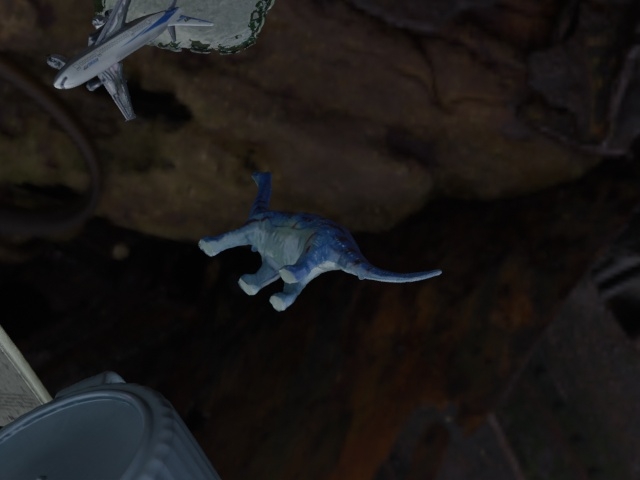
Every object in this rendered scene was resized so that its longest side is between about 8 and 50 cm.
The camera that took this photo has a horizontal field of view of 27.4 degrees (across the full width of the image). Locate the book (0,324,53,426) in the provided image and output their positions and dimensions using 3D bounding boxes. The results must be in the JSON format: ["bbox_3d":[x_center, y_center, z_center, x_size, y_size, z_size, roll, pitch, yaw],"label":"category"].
[{"bbox_3d":[-0.406,0.087,1.442,0.217,0.021,0.310,-6,122,55],"label":"book"}]

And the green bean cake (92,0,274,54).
[{"bbox_3d":[-0.171,-0.371,1.754,0.241,0.132,0.255,3,144,-21],"label":"green bean cake"}]

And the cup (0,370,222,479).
[{"bbox_3d":[-0.152,0.289,1.143,0.257,0.331,0.311,-8,122,33],"label":"cup"}]

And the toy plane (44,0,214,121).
[{"bbox_3d":[-0.206,-0.206,1.363,0.058,0.226,0.226,33,132,24],"label":"toy plane"}]

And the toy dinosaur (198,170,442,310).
[{"bbox_3d":[-0.029,0.012,1.380,0.329,0.144,0.076,30,146,49],"label":"toy dinosaur"}]
